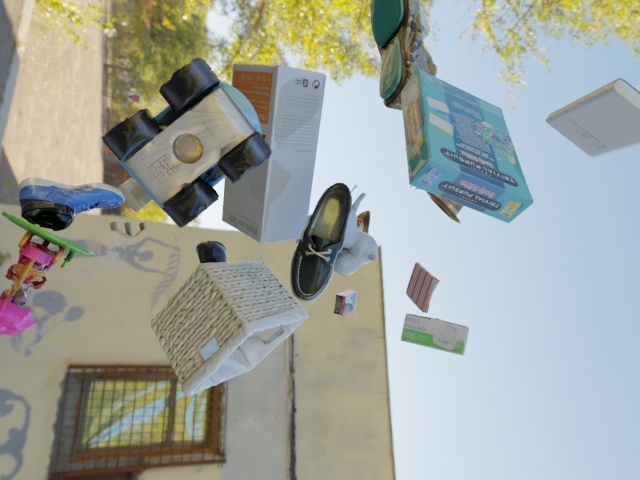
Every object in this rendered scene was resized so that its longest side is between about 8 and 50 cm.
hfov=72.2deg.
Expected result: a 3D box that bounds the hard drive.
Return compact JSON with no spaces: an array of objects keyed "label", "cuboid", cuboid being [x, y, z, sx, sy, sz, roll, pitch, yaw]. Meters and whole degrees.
[{"label":"hard drive","cuboid":[0.842,-0.347,1.298,0.040,0.210,0.318,-53,-178,-1]}]

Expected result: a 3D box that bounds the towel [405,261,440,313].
[{"label":"towel","cuboid":[0.394,0.181,1.717,0.197,0.029,0.144,-121,-134,-71]}]

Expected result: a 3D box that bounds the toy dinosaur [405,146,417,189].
[{"label":"toy dinosaur","cuboid":[0.478,-0.407,2.113,0.121,0.160,0.314,131,-55,-62]}]

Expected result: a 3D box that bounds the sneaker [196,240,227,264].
[{"label":"sneaker","cuboid":[-0.383,0.116,1.623,0.286,0.109,0.130,83,-10,-47]}]

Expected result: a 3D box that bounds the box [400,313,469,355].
[{"label":"box","cuboid":[0.492,0.399,1.897,0.231,0.261,0.127,37,65,-73]}]

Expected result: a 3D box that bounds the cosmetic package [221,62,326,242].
[{"label":"cosmetic package","cuboid":[-0.142,-0.245,1.230,0.230,0.161,0.454,25,-66,45]}]

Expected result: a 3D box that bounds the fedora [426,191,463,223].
[{"label":"fedora","cuboid":[0.457,-0.143,1.564,0.079,0.194,0.194,-44,-146,11]}]

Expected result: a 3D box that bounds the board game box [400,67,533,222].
[{"label":"board game box","cuboid":[0.315,-0.222,0.993,0.079,0.253,0.336,125,-22,-46]}]

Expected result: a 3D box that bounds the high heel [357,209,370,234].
[{"label":"high heel","cuboid":[0.240,-0.057,2.300,0.186,0.093,0.261,-53,-149,4]}]

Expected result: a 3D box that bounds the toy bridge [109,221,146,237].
[{"label":"toy bridge","cuboid":[-0.762,-0.041,1.749,0.188,0.026,0.063,-7,85,-74]}]

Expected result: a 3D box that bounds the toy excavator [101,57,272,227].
[{"label":"toy excavator","cuboid":[-0.327,-0.183,1.018,0.433,0.222,0.445,-37,-164,6]}]

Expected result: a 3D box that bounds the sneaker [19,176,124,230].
[{"label":"sneaker","cuboid":[-0.395,-0.051,0.708,0.058,0.152,0.085,-45,-127,37]}]

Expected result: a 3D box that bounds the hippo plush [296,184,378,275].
[{"label":"hippo plush","cuboid":[0.085,-0.017,1.538,0.294,0.236,0.234,-41,-158,7]}]

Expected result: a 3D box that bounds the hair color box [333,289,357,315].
[{"label":"hair color box","cuboid":[0.124,0.297,2.110,0.053,0.167,0.093,10,-83,25]}]

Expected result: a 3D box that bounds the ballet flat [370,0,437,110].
[{"label":"ballet flat","cuboid":[0.248,-0.568,1.274,0.164,0.182,0.483,-37,-130,54]}]

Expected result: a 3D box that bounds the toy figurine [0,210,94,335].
[{"label":"toy figurine","cuboid":[-0.437,0.058,0.641,0.173,0.130,0.159,2,-117,58]}]

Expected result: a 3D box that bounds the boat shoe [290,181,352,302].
[{"label":"boat shoe","cuboid":[0.000,0.000,1.067,0.091,0.114,0.303,115,-11,-78]}]

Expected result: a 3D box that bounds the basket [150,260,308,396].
[{"label":"basket","cuboid":[-0.281,0.254,1.381,0.328,0.331,0.266,-45,-111,21]}]
